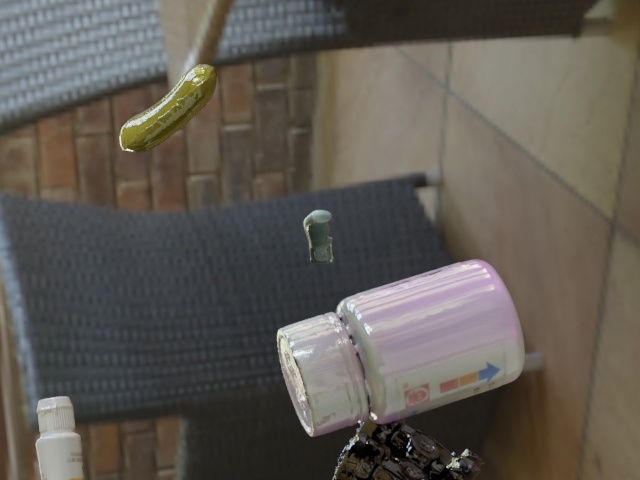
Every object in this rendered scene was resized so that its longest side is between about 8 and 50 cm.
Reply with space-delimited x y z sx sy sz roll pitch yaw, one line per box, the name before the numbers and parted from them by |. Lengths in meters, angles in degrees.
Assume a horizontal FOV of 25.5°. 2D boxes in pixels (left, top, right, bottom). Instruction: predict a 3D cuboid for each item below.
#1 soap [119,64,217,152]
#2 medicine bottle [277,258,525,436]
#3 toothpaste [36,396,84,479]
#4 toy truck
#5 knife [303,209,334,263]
soap | -0.171 -0.148 1.608 0.045 0.140 0.089 50 -175 -14
medicine bottle | 0.089 0.123 1.589 0.152 0.254 0.152 164 90 -80
toothpaste | -0.170 0.201 0.959 0.048 0.031 0.190 126 136 -73
toy truck | 0.082 0.314 1.733 0.177 0.161 0.213 -57 -3 28
knife | 0.000 0.001 1.415 0.210 0.028 0.015 83 167 -77
